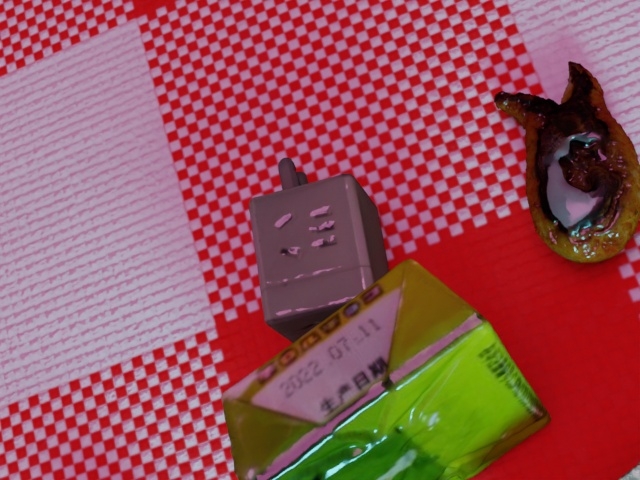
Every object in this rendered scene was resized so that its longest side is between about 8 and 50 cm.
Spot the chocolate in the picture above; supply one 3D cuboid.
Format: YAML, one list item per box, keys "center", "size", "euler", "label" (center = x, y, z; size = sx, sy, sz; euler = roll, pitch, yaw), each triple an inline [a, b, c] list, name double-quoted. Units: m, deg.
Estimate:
- center: [0.071, 0.187, 1.181]
  size: [0.289, 0.301, 0.137]
  euler: [-36, 54, 2]
  label: "chocolate"

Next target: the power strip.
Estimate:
- center: [0.000, 0.000, 1.346]
  size: [0.140, 0.139, 0.224]
  euler: [-14, 69, 14]
  label: "power strip"

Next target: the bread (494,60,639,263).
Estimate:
- center: [0.307, -0.092, 1.315]
  size: [0.139, 0.095, 0.269]
  euler: [-17, 54, 9]
  label: "bread"

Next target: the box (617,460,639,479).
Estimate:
- center: [0.317, 0.285, 1.116]
  size: [0.256, 0.164, 0.069]
  euler: [-42, 66, 12]
  label: "box"
